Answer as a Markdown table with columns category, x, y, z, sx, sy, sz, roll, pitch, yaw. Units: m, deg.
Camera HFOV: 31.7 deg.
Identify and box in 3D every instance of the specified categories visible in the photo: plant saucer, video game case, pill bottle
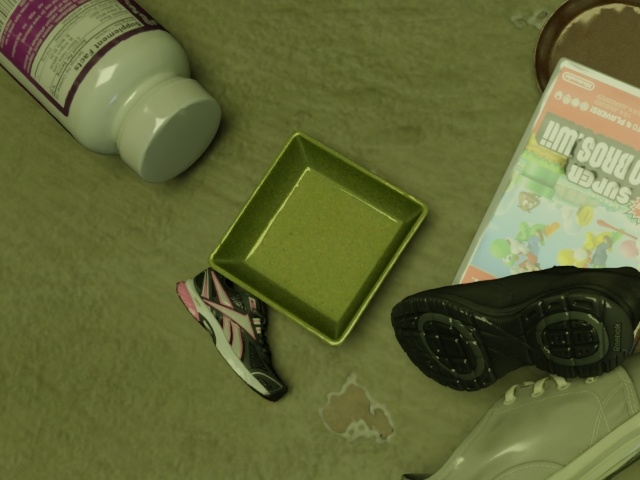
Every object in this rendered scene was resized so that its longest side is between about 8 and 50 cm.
| category | x | y | z | sx | sy | sz | roll | pitch | yaw |
| --- | --- | --- | --- | --- | --- | --- | --- | --- | --- |
| plant saucer | 0.319 | -0.197 | 1.231 | 0.168 | 0.029 | 0.169 | -3 | 81 | 15 |
| video game case | 0.286 | -0.026 | 1.193 | 0.204 | 0.025 | 0.285 | 27 | 96 | 19 |
| pill bottle | -0.261 | -0.208 | 1.328 | 0.301 | 0.169 | 0.169 | 43 | 94 | 18 |
| plant saucer | 0.000 | 0.000 | 1.272 | 0.188 | 0.045 | 0.188 | 32 | 84 | 19 |

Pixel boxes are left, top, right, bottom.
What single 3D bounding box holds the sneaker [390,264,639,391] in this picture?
| category | x | y | z | sx | sy | sz | roll | pitch | yaw |
| --- | --- | --- | --- | --- | --- | --- | --- | --- | --- |
| sneaker | 0.203 | 0.081 | 1.151 | 0.286 | 0.130 | 0.109 | -3 | 111 | 39 |

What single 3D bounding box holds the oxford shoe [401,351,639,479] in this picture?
| category | x | y | z | sx | sy | sz | roll | pitch | yaw |
| --- | --- | --- | --- | --- | --- | --- | --- | --- | --- |
| oxford shoe | 0.257 | 0.178 | 1.110 | 0.449 | 0.169 | 0.130 | -37 | 69 | 14 |

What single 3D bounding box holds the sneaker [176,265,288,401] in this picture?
| category | x | y | z | sx | sy | sz | roll | pitch | yaw |
| --- | --- | --- | --- | --- | --- | --- | --- | --- | --- |
| sneaker | -0.088 | 0.098 | 1.277 | 0.077 | 0.072 | 0.178 | -37 | 78 | -4 |
